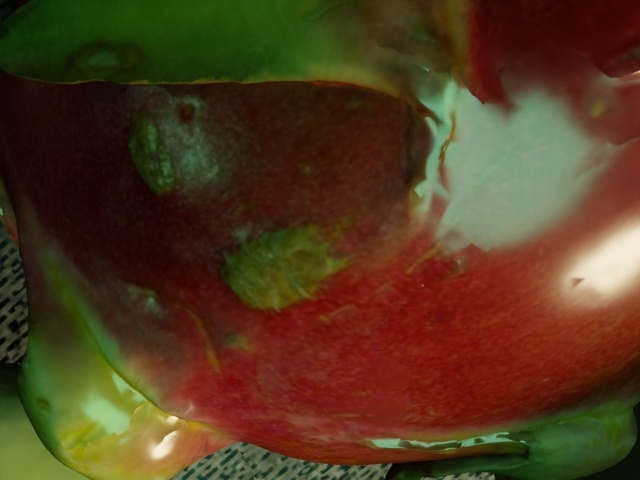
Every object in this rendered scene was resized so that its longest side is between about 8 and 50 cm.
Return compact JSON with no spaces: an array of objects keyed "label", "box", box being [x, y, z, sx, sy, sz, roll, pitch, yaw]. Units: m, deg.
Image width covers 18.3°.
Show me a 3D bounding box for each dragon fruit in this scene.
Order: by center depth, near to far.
[{"label":"dragon fruit","box":[0.014,-0.042,0.513,0.227,0.224,0.224,-12,126,22]}]

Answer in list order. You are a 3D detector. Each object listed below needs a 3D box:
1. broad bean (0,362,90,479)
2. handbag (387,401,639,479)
[{"label":"broad bean","box":[-0.166,0.126,0.584,0.263,0.121,0.189,-25,145,10]},{"label":"handbag","box":[0.142,0.080,0.575,0.283,0.302,0.149,-27,122,6]}]
